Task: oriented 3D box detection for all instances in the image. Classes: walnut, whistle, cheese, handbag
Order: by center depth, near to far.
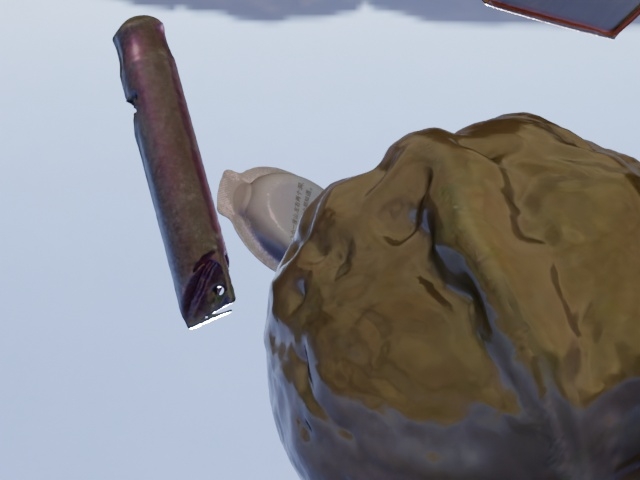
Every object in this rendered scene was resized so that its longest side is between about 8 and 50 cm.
[{"bbox_3d":[0.095,0.060,0.860,0.248,0.248,0.248,0,-168,0],"label":"walnut"},{"bbox_3d":[-0.078,-0.040,0.903,0.033,0.176,0.033,-14,162,-5],"label":"whistle"},{"bbox_3d":[0.126,-0.196,1.056,0.190,0.063,0.127,1,-130,-55],"label":"handbag"},{"bbox_3d":[0.000,0.000,1.722,0.244,0.135,0.052,27,138,-21],"label":"cheese"}]
